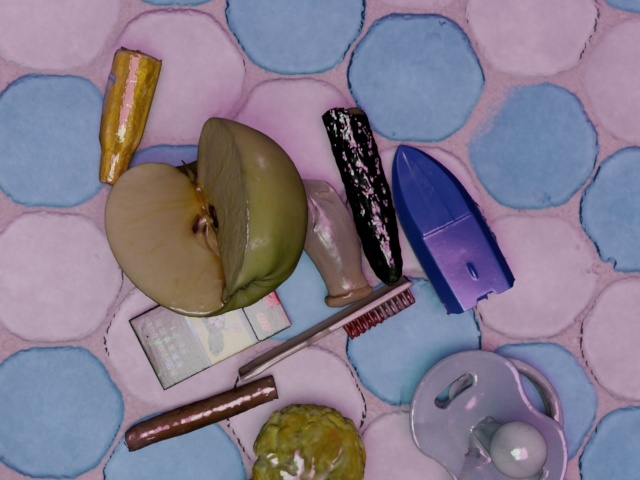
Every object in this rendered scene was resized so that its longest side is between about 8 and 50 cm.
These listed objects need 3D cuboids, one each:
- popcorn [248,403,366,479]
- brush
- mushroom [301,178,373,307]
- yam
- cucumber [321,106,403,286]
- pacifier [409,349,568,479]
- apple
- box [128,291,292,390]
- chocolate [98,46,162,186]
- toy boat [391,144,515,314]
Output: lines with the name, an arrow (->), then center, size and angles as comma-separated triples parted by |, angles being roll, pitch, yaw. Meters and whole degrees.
popcorn -> -0.035, 0.358, 1.453 | 0.198, 0.198, 0.212 | 38, 112, -4
brush -> 0.014, 0.155, 1.502 | 0.321, 0.060, 0.050 | -28, 103, -4
mushroom -> 0.007, -0.008, 1.481 | 0.108, 0.096, 0.247 | -30, 94, -10
yam -> -0.195, 0.283, 1.493 | 0.264, 0.046, 0.046 | -19, 92, -5
cucumber -> 0.078, -0.073, 1.495 | 0.072, 0.081, 0.303 | -16, 94, 20
pacifier -> 0.293, 0.308, 1.437 | 0.244, 0.233, 0.299 | -38, 94, -6
apple -> -0.151, -0.025, 1.385 | 0.295, 0.233, 0.257 | -32, 72, 21
box -> -0.179, 0.134, 1.498 | 0.235, 0.034, 0.132 | -26, 92, -4
chocolate -> -0.313, -0.193, 1.465 | 0.086, 0.085, 0.219 | 11, 91, -4
toy boat -> 0.200, -0.030, 1.506 | 0.129, 0.088, 0.295 | -27, 82, -3
